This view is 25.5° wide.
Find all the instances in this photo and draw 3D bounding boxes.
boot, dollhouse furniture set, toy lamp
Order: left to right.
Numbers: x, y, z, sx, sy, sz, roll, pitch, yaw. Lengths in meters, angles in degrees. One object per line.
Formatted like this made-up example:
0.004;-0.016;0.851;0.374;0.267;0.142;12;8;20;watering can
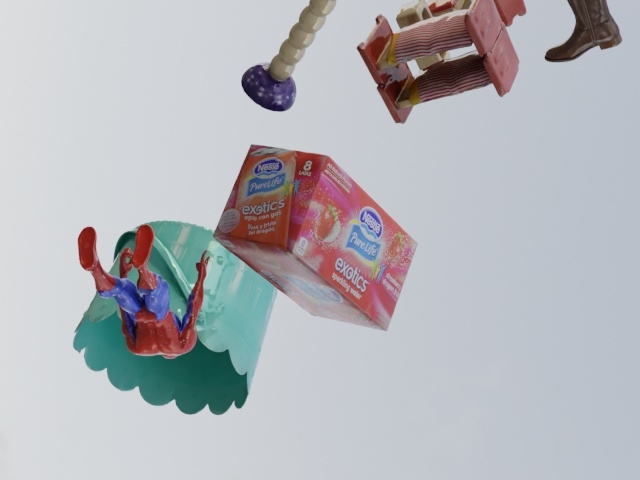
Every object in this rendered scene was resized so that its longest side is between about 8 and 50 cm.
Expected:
0.001;-0.262;1.595;0.274;0.080;0.080;-56;-140;40;toy lamp
0.221;-0.358;2.299;0.201;0.152;0.374;-14;-151;28;dollhouse furniture set
0.318;-0.288;1.794;0.114;0.106;0.037;61;24;-31;boot

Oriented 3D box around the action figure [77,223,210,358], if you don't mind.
-0.186;0.036;1.544;0.280;0.092;0.139;79;13;-60;action figure

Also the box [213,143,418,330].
0.000;0.000;1.723;0.123;0.257;0.128;10;-110;34;box

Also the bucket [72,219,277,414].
-0.203;0.110;2.050;0.281;0.281;0.183;-42;-156;56;bucket
